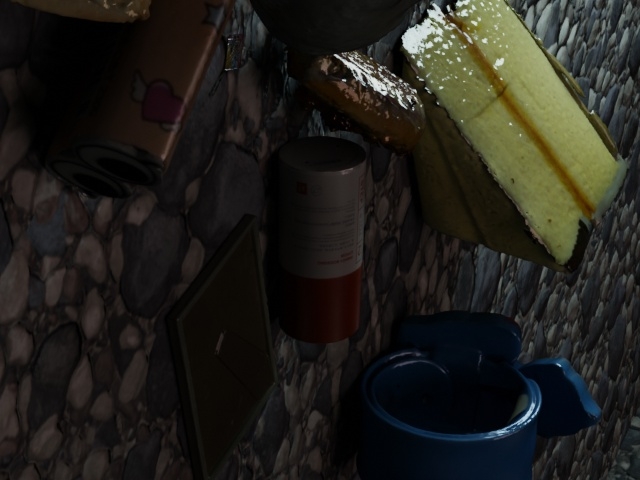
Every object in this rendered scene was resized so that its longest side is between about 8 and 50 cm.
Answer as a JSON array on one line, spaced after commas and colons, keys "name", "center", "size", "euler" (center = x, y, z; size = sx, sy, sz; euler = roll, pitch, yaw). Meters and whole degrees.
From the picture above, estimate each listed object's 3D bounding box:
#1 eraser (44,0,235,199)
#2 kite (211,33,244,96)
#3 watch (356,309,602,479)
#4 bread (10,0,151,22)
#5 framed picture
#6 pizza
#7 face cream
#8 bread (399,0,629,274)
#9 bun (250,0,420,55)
[{"name": "eraser", "center": [-0.129, -0.185, 1.442], "size": [0.087, 0.171, 0.290], "euler": [27, 71, -22]}, {"name": "kite", "center": [-0.090, -0.173, 1.717], "size": [0.044, 0.002, 0.078], "euler": [37, 67, -66]}, {"name": "watch", "center": [0.204, 0.251, 2.265], "size": [0.274, 0.305, 0.241], "euler": [-54, 148, -59]}, {"name": "bread", "center": [-0.202, -0.276, 1.295], "size": [0.211, 0.224, 0.183], "euler": [-1, 115, -26]}, {"name": "framed picture", "center": [-0.100, 0.120, 1.839], "size": [0.184, 0.016, 0.250], "euler": [-56, 150, -43]}, {"name": "pizza", "center": [0.035, -0.153, 1.862], "size": [0.085, 0.161, 0.305], "euler": [-52, 159, 10]}, {"name": "face cream", "center": [0.000, 0.000, 1.907], "size": [0.096, 0.096, 0.214], "euler": [-43, 141, -54]}, {"name": "bread", "center": [0.273, -0.171, 2.320], "size": [0.405, 0.242, 0.345], "euler": [86, 25, -43]}, {"name": "bun", "center": [0.051, -0.327, 1.561], "size": [0.354, 0.194, 0.354], "euler": [-167, -90, -76]}]
